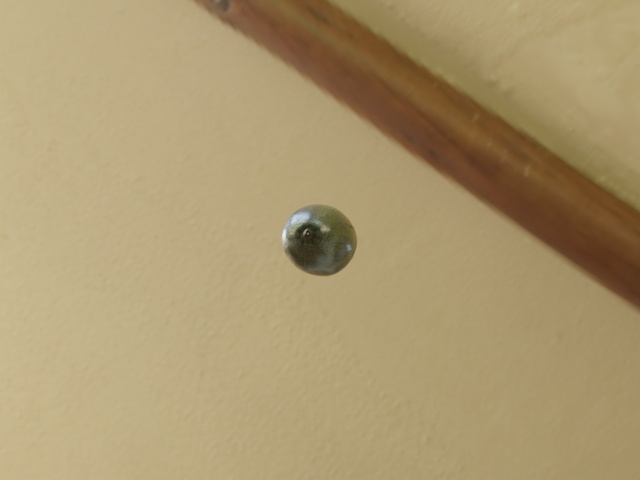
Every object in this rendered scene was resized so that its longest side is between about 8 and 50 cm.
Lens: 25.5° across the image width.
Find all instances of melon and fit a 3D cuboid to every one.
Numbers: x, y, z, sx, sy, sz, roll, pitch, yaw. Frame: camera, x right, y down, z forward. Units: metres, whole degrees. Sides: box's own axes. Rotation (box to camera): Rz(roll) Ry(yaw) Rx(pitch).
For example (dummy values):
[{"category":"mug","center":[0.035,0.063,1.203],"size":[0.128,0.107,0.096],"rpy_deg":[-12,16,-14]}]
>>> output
[{"category":"melon","center":[0.000,0.000,1.888],"size":[0.098,0.130,0.098],"rpy_deg":[-2,-96,19]}]
